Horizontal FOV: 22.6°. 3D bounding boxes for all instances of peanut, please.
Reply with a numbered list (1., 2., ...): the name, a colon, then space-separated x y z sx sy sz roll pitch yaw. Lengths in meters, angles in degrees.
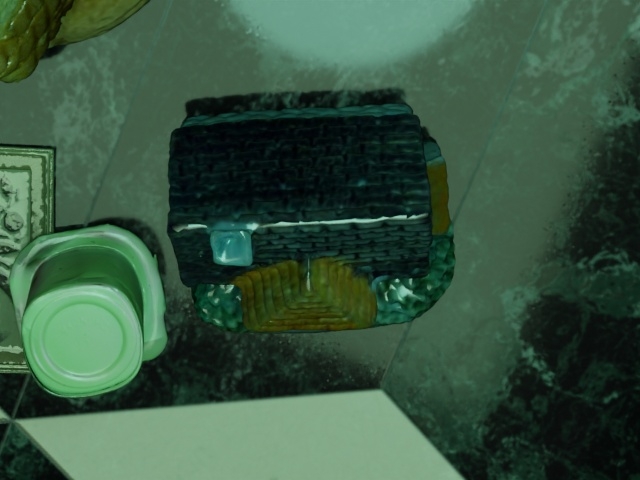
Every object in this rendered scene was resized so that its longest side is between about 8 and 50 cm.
1. peanut: -0.189 -0.260 1.465 0.226 0.095 0.108 -39 68 13

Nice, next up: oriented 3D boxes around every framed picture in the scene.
1. framed picture: -0.346 0.018 1.564 0.173 0.010 0.231 1 103 -2

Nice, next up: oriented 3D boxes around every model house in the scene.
1. model house: 0.000 0.000 1.452 0.261 0.241 0.226 -4 100 0

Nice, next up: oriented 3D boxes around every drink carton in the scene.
1. drink carton: -0.221 0.072 1.505 0.146 0.142 0.144 -10 103 -3

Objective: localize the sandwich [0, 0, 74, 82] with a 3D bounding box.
1. sandwich: -0.315 -0.257 1.430 0.214 0.065 0.186 39 104 22
